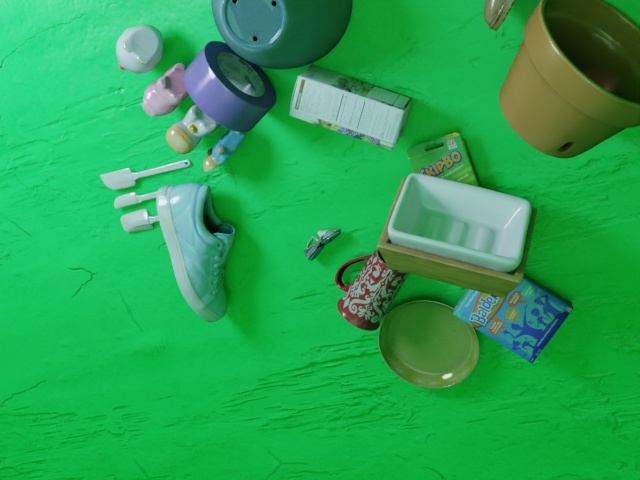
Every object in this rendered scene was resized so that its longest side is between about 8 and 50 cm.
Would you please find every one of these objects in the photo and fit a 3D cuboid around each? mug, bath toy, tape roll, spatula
[{"bbox_3d":[0.110,0.100,1.968,0.150,0.113,0.169,31,117,0],"label":"mug"},{"bbox_3d":[-0.326,-0.314,1.906,0.151,0.129,0.348,-43,102,-15],"label":"bath toy"},{"bbox_3d":[-0.190,-0.325,1.812,0.189,0.189,0.080,44,120,-6],"label":"tape roll"},{"bbox_3d":[-0.400,-0.108,2.085,0.242,0.019,0.168,-11,110,18],"label":"spatula"}]

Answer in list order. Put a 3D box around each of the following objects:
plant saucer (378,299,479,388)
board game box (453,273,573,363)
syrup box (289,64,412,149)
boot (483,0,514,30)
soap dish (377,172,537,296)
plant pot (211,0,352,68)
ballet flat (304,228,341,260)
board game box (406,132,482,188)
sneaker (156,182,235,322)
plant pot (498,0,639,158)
[{"bbox_3d":[0.257,0.239,2.029,0.241,0.037,0.241,7,117,15],"label":"plant saucer"},{"bbox_3d":[0.426,0.152,1.908,0.210,0.047,0.160,31,107,1],"label":"board game box"},{"bbox_3d":[0.063,-0.282,1.807,0.237,0.093,0.096,19,119,8],"label":"syrup box"},{"bbox_3d":[0.264,-0.554,1.621,0.269,0.089,0.236,23,107,5],"label":"boot"},{"bbox_3d":[0.282,-0.010,1.765,0.291,0.229,0.118,15,135,10],"label":"soap dish"},{"bbox_3d":[-0.099,-0.467,1.712,0.290,0.195,0.290,7,117,14],"label":"plant pot"},{"bbox_3d":[0.000,0.000,1.997,0.041,0.041,0.114,43,118,-5],"label":"ballet flat"},{"bbox_3d":[0.286,-0.104,1.856,0.124,0.039,0.259,-15,112,23],"label":"board game box"},{"bbox_3d":[-0.266,0.033,2.041,0.150,0.135,0.366,-9,118,17],"label":"sneaker"},{"bbox_3d":[0.470,-0.288,1.587,0.291,0.291,0.203,35,136,-1],"label":"plant pot"}]
